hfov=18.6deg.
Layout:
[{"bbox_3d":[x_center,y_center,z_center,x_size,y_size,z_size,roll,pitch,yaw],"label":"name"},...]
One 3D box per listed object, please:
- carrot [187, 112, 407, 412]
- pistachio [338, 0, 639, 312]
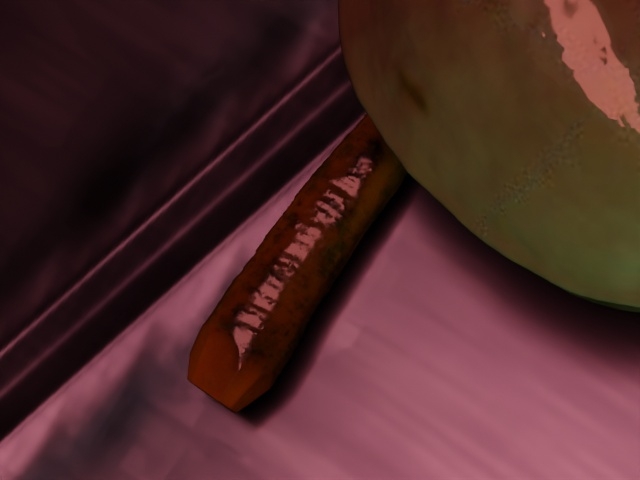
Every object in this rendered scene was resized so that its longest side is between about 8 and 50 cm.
[{"bbox_3d":[0.000,0.000,0.867,0.042,0.042,0.170,33,80,20],"label":"carrot"},{"bbox_3d":[0.102,-0.072,0.817,0.153,0.138,0.238,-42,73,10],"label":"pistachio"}]
